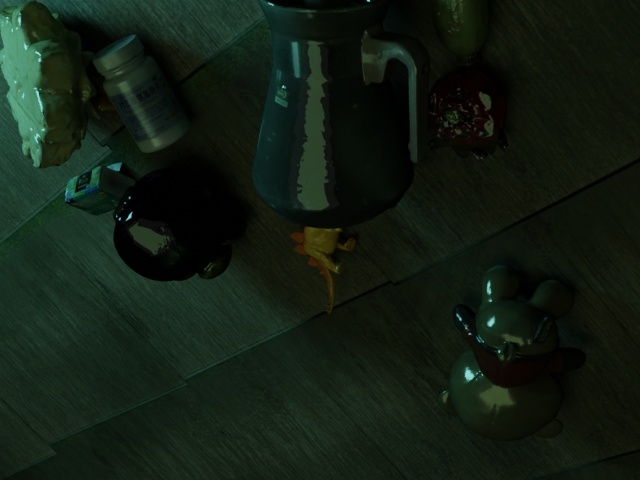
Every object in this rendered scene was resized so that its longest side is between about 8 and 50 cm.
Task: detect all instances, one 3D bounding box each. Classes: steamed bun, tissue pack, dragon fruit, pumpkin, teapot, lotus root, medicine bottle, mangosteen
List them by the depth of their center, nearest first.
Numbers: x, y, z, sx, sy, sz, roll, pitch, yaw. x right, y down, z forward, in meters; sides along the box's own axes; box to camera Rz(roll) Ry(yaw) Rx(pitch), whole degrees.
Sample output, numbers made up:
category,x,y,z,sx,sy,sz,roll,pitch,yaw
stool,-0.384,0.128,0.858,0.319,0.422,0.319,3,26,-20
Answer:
category,x,y,z,sx,sy,sz,roll,pitch,yaw
lotus root,0.195,-0.326,1.413,0.077,0.090,0.183,-11,126,3
teapot,0.030,-0.205,1.490,0.300,0.253,0.344,22,130,34
dragon fruit,0.216,-0.188,1.495,0.130,0.121,0.142,63,164,16
medicine bottle,-0.311,-0.254,1.742,0.103,0.103,0.186,-10,120,34
steamed bun,-0.467,-0.282,1.764,0.292,0.137,0.295,-42,64,61
pumpkin,-0.387,-0.264,1.825,0.101,0.035,0.073,-3,126,28
mangosteen,-0.261,-0.022,1.834,0.243,0.243,0.243,15,131,18
tissue pack,-0.426,-0.106,1.948,0.111,0.079,0.085,-17,151,39

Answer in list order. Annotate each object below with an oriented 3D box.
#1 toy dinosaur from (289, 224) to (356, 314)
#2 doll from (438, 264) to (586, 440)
category,x,y,z,sx,sy,sz,roll,pitch,yaw
toy dinosaur,0.000,0.000,1.798,0.117,0.070,0.288,26,131,23
doll,0.326,0.210,1.708,0.235,0.174,0.330,12,129,13
